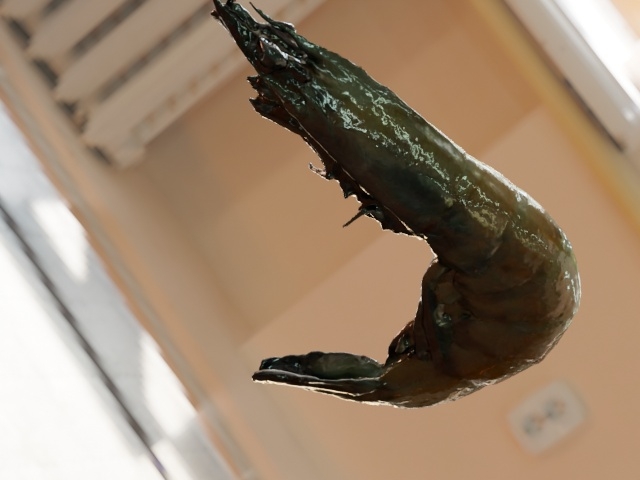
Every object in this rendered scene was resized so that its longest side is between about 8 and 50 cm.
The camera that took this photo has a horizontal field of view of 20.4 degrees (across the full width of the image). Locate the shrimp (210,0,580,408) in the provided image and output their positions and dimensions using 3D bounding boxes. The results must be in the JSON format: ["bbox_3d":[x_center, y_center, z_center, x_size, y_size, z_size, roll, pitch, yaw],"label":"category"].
[{"bbox_3d":[0.000,0.000,0.926,0.262,0.198,0.051,40,32,-17],"label":"shrimp"}]
